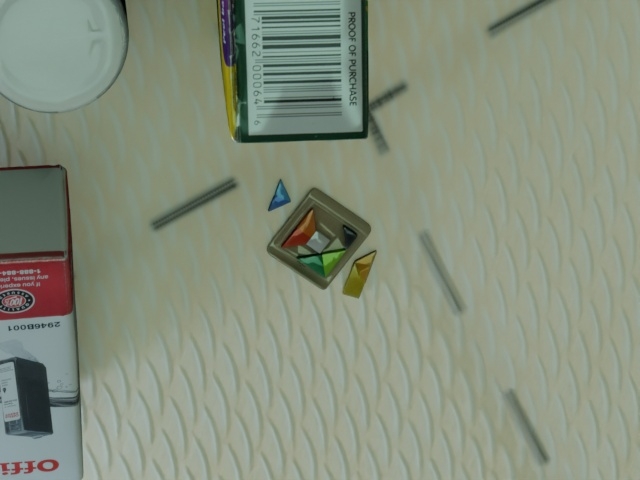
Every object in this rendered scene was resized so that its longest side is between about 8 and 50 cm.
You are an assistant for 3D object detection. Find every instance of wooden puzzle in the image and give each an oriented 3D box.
[{"bbox_3d":[0.000,0.000,1.598,0.116,0.014,0.078,27,102,-14],"label":"wooden puzzle"}]

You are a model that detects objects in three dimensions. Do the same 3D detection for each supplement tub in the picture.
[{"bbox_3d":[-0.210,-0.175,1.422,0.117,0.190,0.117,-2,107,-6],"label":"supplement tub"}]

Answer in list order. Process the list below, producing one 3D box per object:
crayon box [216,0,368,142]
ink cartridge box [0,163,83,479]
[{"bbox_3d":[-0.028,-0.286,1.345,0.106,0.313,0.362,-2,108,-3],"label":"crayon box"},{"bbox_3d":[-0.297,0.079,1.476,0.197,0.114,0.273,-3,135,-7],"label":"ink cartridge box"}]
